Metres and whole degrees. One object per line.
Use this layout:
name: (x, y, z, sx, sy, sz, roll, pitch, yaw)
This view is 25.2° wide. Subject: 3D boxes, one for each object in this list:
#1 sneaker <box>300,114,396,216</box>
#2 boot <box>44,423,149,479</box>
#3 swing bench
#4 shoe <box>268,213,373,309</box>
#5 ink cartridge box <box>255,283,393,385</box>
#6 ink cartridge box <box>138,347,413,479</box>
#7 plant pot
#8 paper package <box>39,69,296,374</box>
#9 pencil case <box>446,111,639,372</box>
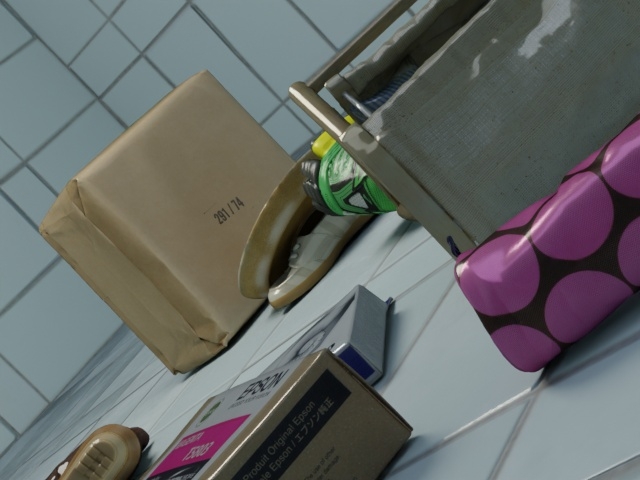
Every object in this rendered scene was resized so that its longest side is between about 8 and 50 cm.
sneaker: (0.147, -0.133, 1.626, 0.343, 0.134, 0.146, -43, 31, -22)
boot: (-0.298, 0.316, 1.680, 0.248, 0.090, 0.207, -46, -5, -3)
swing bench: (0.139, -0.127, 1.142, 0.253, 0.165, 0.254, -44, 20, 1)
shoe: (0.000, 0.000, 1.825, 0.219, 0.058, 0.076, -47, 7, -23)
ink cartridge box: (-0.033, 0.135, 1.248, 0.223, 0.045, 0.224, -43, 6, 13)
ink cartridge box: (-0.069, 0.184, 0.978, 0.193, 0.088, 0.235, -49, 7, -27)
plant pot: (-0.024, -0.020, 1.856, 0.236, 0.032, 0.236, -50, -20, -26)
paper package: (-0.186, -0.030, 2.047, 0.168, 0.309, 0.325, -37, 9, 47)
pencil case: (0.172, -0.019, 0.809, 0.209, 0.095, 0.098, -39, -7, 24)
